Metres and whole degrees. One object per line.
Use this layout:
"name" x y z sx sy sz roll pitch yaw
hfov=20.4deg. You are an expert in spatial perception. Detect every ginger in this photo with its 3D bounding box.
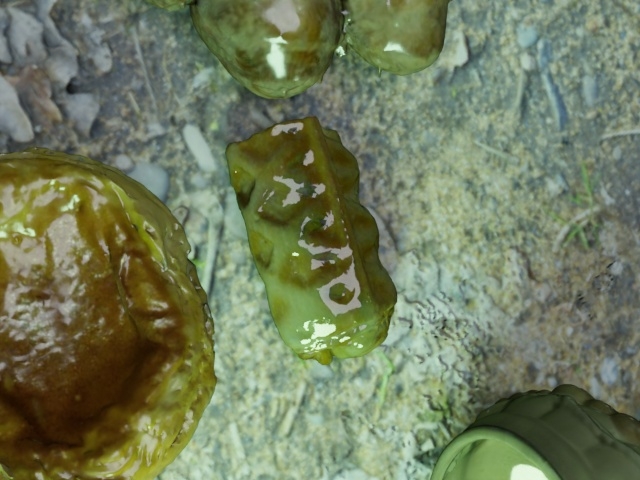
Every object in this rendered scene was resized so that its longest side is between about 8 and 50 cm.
"ginger" -0.015 -0.246 1.637 0.304 0.155 0.244 -22 97 -15

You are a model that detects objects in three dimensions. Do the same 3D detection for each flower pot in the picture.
"flower pot" 0.266 0.276 1.649 0.244 0.307 0.307 -12 92 -31

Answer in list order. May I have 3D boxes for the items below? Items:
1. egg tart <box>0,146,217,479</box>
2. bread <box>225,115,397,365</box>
"egg tart" -0.260 0.090 1.549 0.352 0.150 0.351 3 67 -8
"bread" 0.000 0.000 1.679 0.128 0.088 0.232 -15 88 -22
